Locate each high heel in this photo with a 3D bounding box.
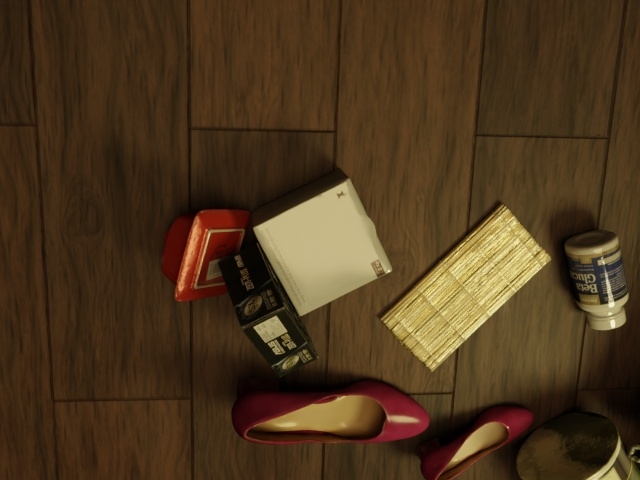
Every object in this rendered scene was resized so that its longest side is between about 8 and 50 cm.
[{"bbox_3d":[0.304,0.392,1.425,0.244,0.117,0.082,-16,105,-2],"label":"high heel"},{"bbox_3d":[0.027,0.334,1.344,0.378,0.181,0.127,6,104,-8],"label":"high heel"}]

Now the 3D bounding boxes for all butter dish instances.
[{"bbox_3d":[-0.213,0.010,1.269,0.118,0.160,0.159,21,102,25],"label":"butter dish"}]

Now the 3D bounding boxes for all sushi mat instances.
[{"bbox_3d":[0.269,0.091,1.396,0.316,0.019,0.151,-45,106,5],"label":"sushi mat"}]

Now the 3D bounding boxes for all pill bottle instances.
[{"bbox_3d":[0.511,0.074,1.380,0.094,0.094,0.169,-18,105,-2],"label":"pill bottle"}]

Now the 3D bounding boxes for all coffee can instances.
[{"bbox_3d":[0.528,0.499,1.435,0.202,0.201,0.275,-32,106,2],"label":"coffee can"}]

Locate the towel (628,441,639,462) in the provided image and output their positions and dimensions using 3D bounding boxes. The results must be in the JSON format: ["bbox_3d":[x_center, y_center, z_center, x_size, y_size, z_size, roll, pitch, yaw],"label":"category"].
[{"bbox_3d":[0.767,0.337,1.345,0.312,0.056,0.324,9,146,-41],"label":"towel"}]

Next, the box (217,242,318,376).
[{"bbox_3d":[-0.087,0.118,1.256,0.078,0.147,0.180,-27,141,1],"label":"box"}]

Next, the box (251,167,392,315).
[{"bbox_3d":[0.000,0.000,1.288,0.182,0.119,0.180,-26,105,0],"label":"box"}]
